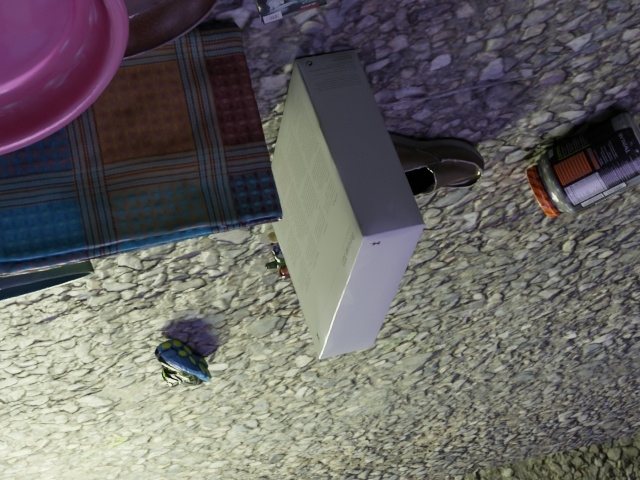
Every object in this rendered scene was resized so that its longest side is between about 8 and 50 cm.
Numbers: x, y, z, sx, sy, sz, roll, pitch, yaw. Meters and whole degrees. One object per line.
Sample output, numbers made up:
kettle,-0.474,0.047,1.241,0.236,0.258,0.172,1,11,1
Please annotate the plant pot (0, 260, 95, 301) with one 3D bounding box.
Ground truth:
plant pot,-0.451,-0.017,1.759,0.293,0.196,0.293,-15,178,-1

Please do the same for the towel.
towel,-0.248,-0.116,1.669,0.370,0.271,0.040,-11,170,-16

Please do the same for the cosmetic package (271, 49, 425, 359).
cosmetic package,0.022,-0.041,1.969,0.097,0.284,0.377,-10,154,-15

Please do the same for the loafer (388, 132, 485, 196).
loafer,0.156,-0.102,2.156,0.251,0.087,0.094,3,147,-36

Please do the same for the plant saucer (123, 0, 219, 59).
plant saucer,-0.255,-0.296,1.538,0.311,0.050,0.310,-12,155,-6

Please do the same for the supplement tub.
supplement tub,0.439,-0.118,2.275,0.190,0.117,0.117,-27,153,19

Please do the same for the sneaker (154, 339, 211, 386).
sneaker,-0.262,0.237,2.583,0.078,0.067,0.188,-27,156,5

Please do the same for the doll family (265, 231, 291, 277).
doll family,0.000,0.000,2.271,0.193,0.076,0.111,-13,135,0

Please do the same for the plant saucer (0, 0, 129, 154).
plant saucer,-0.368,-0.214,1.448,0.332,0.084,0.332,-17,148,-11

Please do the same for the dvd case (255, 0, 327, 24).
dvd case,-0.041,-0.311,1.703,0.087,0.013,0.119,-18,153,1
